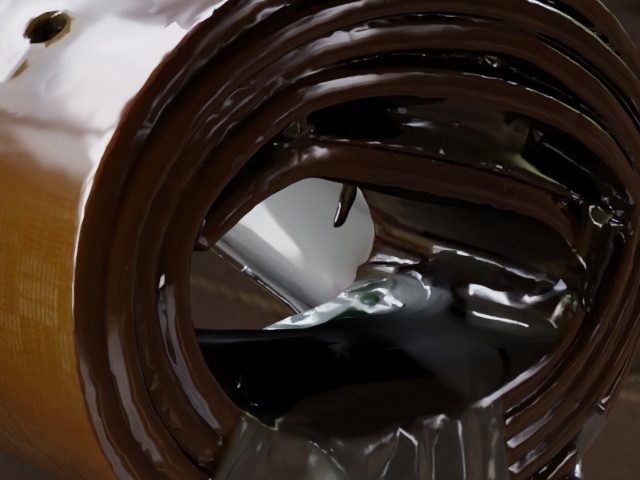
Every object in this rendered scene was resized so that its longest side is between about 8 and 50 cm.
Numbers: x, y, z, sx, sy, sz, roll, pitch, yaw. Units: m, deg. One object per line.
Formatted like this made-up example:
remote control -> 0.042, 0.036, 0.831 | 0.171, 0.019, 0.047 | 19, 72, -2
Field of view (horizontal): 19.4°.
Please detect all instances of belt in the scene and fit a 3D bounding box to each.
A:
belt -> 0.000, 0.000, 0.527 | 0.105, 0.184, 0.261 | 14, 3, 37

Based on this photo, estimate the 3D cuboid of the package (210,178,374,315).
package -> -0.024, -0.105, 0.972 | 0.311, 0.165, 0.221 | 40, 19, 12
